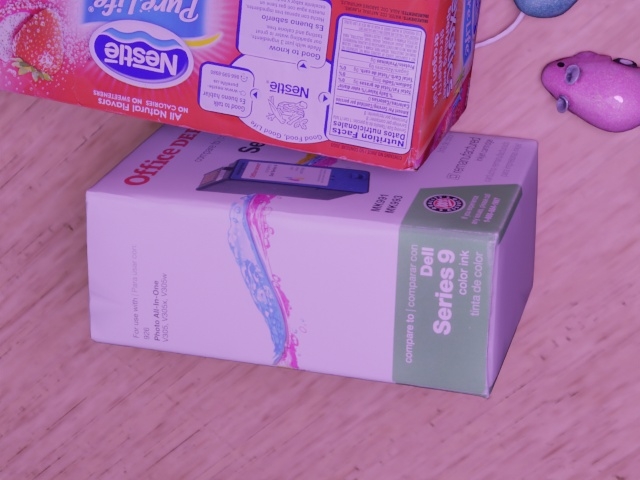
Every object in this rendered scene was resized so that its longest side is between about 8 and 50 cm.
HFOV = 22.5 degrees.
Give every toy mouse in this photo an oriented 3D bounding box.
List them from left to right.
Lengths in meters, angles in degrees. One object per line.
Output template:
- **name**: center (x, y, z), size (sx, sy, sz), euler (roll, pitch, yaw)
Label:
- **toy mouse**: center (0.140, -0.110, 0.839), size (0.143, 0.031, 0.161), euler (-5, 109, 18)

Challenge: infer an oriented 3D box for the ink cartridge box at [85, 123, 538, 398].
- **ink cartridge box**: center (0.000, 0.000, 0.854), size (0.212, 0.154, 0.093), euler (5, 112, 15)

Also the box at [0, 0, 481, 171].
- **box**: center (-0.050, -0.133, 0.832), size (0.256, 0.122, 0.128), euler (12, 112, 14)
